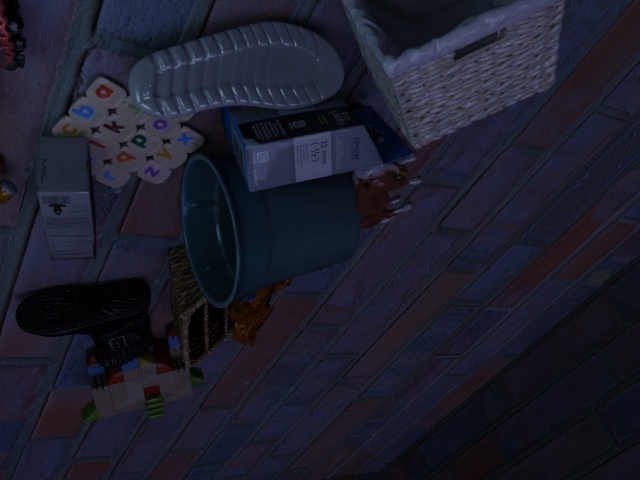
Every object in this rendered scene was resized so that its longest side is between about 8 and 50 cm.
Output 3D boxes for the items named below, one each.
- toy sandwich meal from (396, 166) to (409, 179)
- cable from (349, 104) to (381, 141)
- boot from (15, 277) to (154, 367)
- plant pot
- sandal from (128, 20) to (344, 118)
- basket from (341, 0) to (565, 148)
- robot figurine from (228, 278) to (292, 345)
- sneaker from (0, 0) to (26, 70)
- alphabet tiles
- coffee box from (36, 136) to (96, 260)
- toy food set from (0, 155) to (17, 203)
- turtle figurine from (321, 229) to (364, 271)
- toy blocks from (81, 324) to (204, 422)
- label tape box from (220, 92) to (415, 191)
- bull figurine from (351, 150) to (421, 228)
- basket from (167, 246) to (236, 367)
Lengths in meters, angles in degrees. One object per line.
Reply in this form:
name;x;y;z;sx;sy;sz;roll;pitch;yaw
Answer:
toy sandwich meal;0.202;-0.165;1.729;0.085;0.029;0.085;-14;144;-11
cable;0.060;-0.240;1.542;0.150;0.047;0.184;18;129;-42
boot;-0.619;0.241;1.733;0.348;0.131;0.260;-6;141;-23
plant pot;-0.109;-0.043;1.490;0.334;0.341;0.341;-9;143;-29
sandal;-0.160;-0.327;1.250;0.416;0.169;0.102;-8;-175;-16
basket;0.225;-0.408;1.184;0.328;0.331;0.266;-24;150;4
robot figurine;-0.150;0.132;1.743;0.085;0.291;0.211;22;145;13
sneaker;-0.550;-0.381;0.992;0.135;0.098;0.276;-15;142;-11
alphabet tiles;-0.394;-0.223;1.345;0.284;0.021;0.278;-39;142;22
coffee box;-0.520;-0.081;1.330;0.098;0.141;0.246;-2;149;-17
toy food set;-0.655;-0.160;1.209;0.104;0.111;0.232;-36;152;9
turtle figurine;0.000;0.000;1.744;0.234;0.175;0.118;17;162;-28
toy blocks;-0.551;0.391;1.957;0.381;0.191;0.261;-11;131;-17
label tape box;-0.012;-0.239;1.323;0.347;0.249;0.115;-14;130;-12
bull figurine;0.149;-0.134;1.620;0.188;0.101;0.310;-11;154;-15
basket;-0.289;0.175;1.746;0.213;0.223;0.299;-9;142;-18
